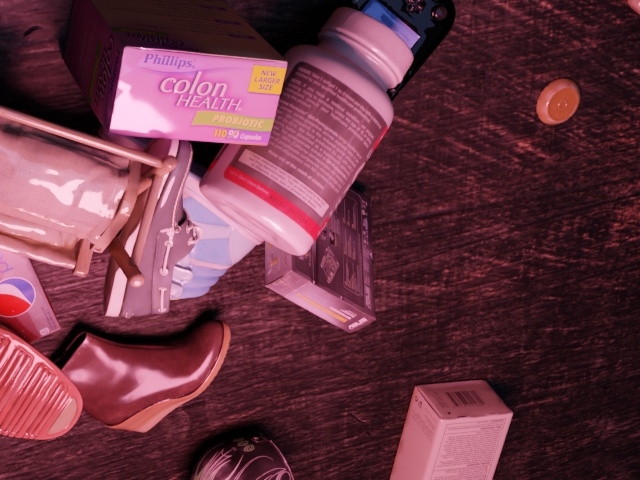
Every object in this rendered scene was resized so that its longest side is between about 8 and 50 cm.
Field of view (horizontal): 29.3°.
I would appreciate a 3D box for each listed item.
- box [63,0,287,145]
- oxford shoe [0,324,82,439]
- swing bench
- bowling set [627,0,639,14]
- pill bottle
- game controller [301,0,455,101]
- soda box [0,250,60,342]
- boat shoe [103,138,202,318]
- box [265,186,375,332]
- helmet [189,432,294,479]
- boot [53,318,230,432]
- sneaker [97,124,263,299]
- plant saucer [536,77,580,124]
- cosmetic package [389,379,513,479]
[{"bbox_3d":[-0.193,-0.229,1.574,0.214,0.243,0.117,2,117,-28],"label":"box"},{"bbox_3d":[-0.503,0.140,1.678,0.397,0.146,0.140,35,93,-23],"label":"oxford shoe"},{"bbox_3d":[-0.353,-0.059,1.515,0.253,0.255,0.165,19,83,-28],"label":"swing bench"},{"bbox_3d":[0.576,-0.394,1.883,0.154,0.200,0.287,-49,131,6],"label":"bowling set"},{"bbox_3d":[-0.011,-0.154,1.668,0.176,0.176,0.318,39,80,-37],"label":"pill bottle"},{"bbox_3d":[0.052,-0.262,1.785,0.166,0.067,0.319,33,101,-37],"label":"game controller"},{"bbox_3d":[-0.456,0.025,1.704,0.092,0.083,0.263,-24,126,-12],"label":"soda box"},{"bbox_3d":[-0.213,-0.017,1.646,0.099,0.116,0.319,10,129,-19],"label":"boat shoe"},{"bbox_3d":[0.000,0.000,1.822,0.056,0.231,0.183,-30,136,34],"label":"box"},{"bbox_3d":[-0.142,0.416,2.050,0.162,0.169,0.169,-28,129,-28],"label":"helmet"},{"bbox_3d":[-0.279,0.187,1.884,0.248,0.090,0.207,-47,130,11],"label":"boot"},{"bbox_3d":[-0.234,-0.023,1.757,0.319,0.127,0.208,35,99,-36],"label":"sneaker"},{"bbox_3d":[0.394,-0.225,2.006,0.083,0.015,0.083,-13,124,-19],"label":"plant saucer"},{"bbox_3d":[0.229,0.418,2.263,0.160,0.113,0.309,0,120,-26],"label":"cosmetic package"}]
